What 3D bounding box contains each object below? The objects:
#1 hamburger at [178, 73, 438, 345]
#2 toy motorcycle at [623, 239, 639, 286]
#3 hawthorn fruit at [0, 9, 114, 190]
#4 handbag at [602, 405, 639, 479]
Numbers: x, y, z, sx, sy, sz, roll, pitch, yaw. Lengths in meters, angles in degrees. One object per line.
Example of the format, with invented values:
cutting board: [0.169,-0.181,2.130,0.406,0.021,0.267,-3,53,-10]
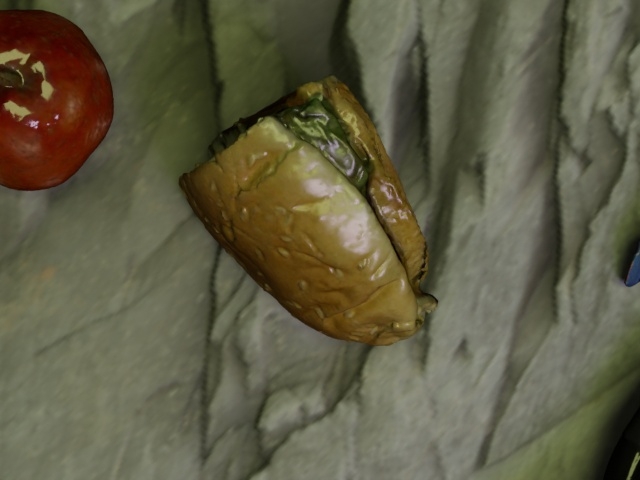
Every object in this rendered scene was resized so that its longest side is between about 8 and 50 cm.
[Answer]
hamburger: [0.000,0.000,0.710,0.135,0.155,0.208,-30,102,-4]
toy motorcycle: [0.317,-0.046,0.787,0.076,0.114,0.205,23,88,-53]
hawthorn fruit: [-0.197,-0.100,0.687,0.125,0.140,0.125,15,64,-35]
handbag: [0.353,0.192,0.793,0.253,0.093,0.308,38,84,-6]
